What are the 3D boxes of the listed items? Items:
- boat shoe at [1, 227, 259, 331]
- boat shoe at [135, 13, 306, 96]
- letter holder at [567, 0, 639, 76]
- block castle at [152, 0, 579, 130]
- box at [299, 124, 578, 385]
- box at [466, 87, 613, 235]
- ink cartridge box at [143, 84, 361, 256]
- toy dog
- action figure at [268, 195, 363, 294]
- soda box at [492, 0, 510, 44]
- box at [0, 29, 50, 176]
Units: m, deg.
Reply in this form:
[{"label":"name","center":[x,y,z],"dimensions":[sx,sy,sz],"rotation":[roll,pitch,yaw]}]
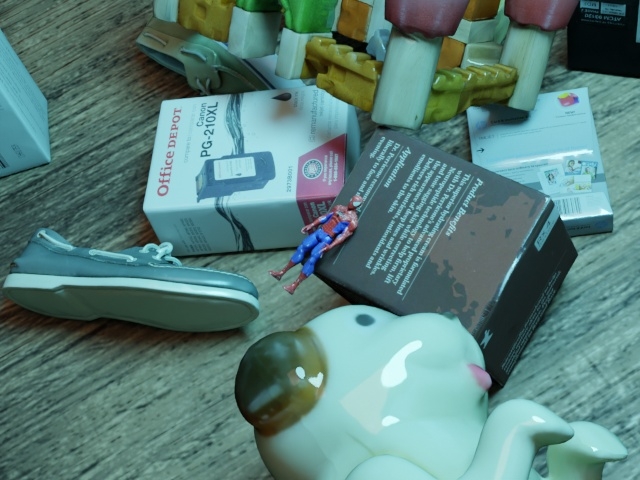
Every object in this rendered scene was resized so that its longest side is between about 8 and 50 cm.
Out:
[{"label":"boat shoe","center":[-0.212,0.036,1.195],"dimensions":[0.319,0.116,0.099],"rotation":[2,61,22]},{"label":"boat shoe","center":[-0.130,-0.229,1.374],"dimensions":[0.094,0.109,0.302],"rotation":[-51,49,-3]},{"label":"letter holder","center":[0.465,-0.311,1.238],"dimensions":[0.302,0.152,0.214],"rotation":[12,58,21]},{"label":"block castle","center":[0.045,-0.306,1.204],"dimensions":[0.303,0.213,0.453],"rotation":[-13,34,-45]},{"label":"box","center":[0.123,0.017,1.069],"dimensions":[0.203,0.167,0.168],"rotation":[28,83,28]},{"label":"box","center":[0.249,-0.086,1.207],"dimensions":[0.145,0.038,0.186],"rotation":[-8,56,9]},{"label":"ink cartridge box","center":[-0.077,-0.084,1.248],"dimensions":[0.237,0.100,0.172],"rotation":[-4,55,11]},{"label":"toy dog","center":[0.078,0.248,0.881],"dimensions":[0.395,0.284,0.408],"rotation":[-32,62,37]},{"label":"action figure","center":[0.000,0.000,1.015],"dimensions":[0.115,0.030,0.038],"rotation":[-46,56,1]},{"label":"soda box","center":[0.243,-0.332,1.360],"dimensions":[0.058,0.061,0.181],"rotation":[25,66,26]},{"label":"box","center":[-0.468,-0.170,1.356],"dimensions":[0.181,0.182,0.119],"rotation":[-17,55,3]}]
